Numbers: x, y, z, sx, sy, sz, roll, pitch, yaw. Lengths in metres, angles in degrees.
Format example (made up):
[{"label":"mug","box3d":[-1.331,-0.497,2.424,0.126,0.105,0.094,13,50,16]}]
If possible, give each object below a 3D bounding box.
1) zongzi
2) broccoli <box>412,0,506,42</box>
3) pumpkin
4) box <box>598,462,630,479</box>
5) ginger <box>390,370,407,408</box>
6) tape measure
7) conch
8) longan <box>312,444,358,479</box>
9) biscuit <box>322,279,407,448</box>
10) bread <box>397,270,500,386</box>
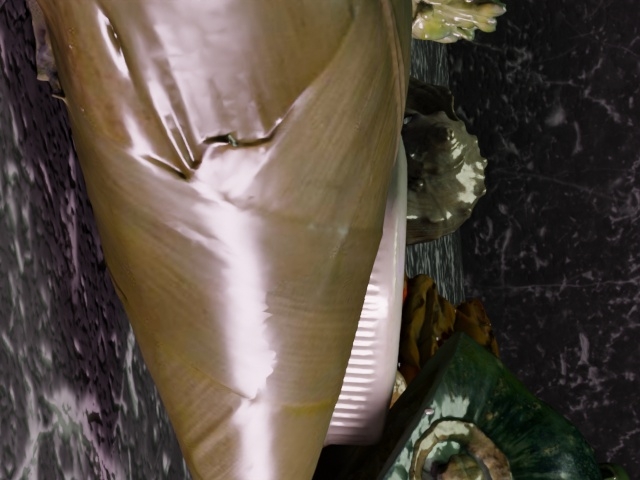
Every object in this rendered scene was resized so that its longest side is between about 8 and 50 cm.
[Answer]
[{"label":"zongzi","box3d":[-0.059,-0.056,0.889,0.447,0.181,0.418,53,37,-72]},{"label":"broccoli","box3d":[0.054,-0.274,1.550,0.288,0.246,0.248,-55,-131,40]},{"label":"pumpkin","box3d":[0.100,0.237,1.444,0.293,0.197,0.263,-53,-178,-40]},{"label":"box","box3d":[0.202,0.391,1.883,0.253,0.178,0.328,153,-64,-67]},{"label":"ginger","box3d":[0.049,0.121,1.844,0.176,0.052,0.193,51,-21,15]},{"label":"tape measure","box3d":[0.000,0.000,1.449,0.271,0.133,0.231,-81,174,-59]},{"label":"conch","box3d":[0.067,-0.067,1.858,0.245,0.163,0.178,-50,-166,56]},{"label":"longan","box3d":[0.021,0.228,1.626,0.113,0.092,0.113,-28,129,-42]},{"label":"biscuit","box3d":[0.032,0.122,1.693,0.165,0.036,0.250,-61,176,-20]},{"label":"bread","box3d":[0.122,0.206,2.088,0.277,0.167,0.324,-77,162,-60]}]
